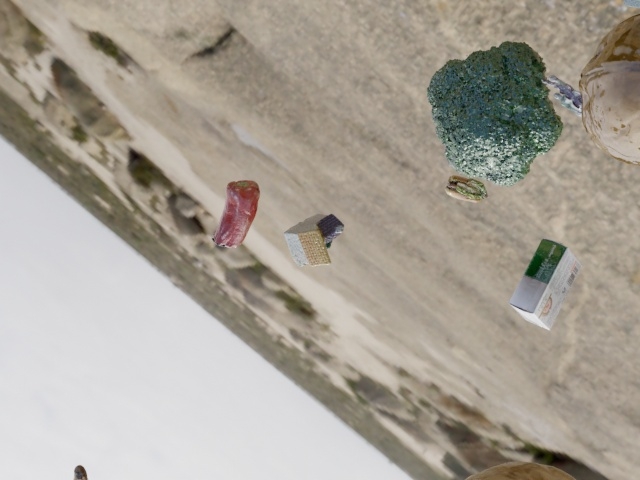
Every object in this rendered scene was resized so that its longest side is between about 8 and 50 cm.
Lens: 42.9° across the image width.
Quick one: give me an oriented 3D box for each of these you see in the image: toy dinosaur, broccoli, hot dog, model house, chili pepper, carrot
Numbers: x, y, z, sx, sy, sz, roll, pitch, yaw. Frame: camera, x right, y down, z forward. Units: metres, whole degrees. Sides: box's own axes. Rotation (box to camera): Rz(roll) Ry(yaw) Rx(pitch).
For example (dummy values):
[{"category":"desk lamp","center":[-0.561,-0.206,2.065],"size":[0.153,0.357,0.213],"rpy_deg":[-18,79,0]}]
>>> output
[{"category":"toy dinosaur","center":[0.497,-0.252,1.537],"size":[0.209,0.039,0.082],"rpy_deg":[24,-161,-25]},{"category":"broccoli","center":[0.377,-0.279,1.744],"size":[0.308,0.275,0.308],"rpy_deg":[23,126,36]},{"category":"hot dog","center":[0.352,-0.122,1.945],"size":[0.133,0.056,0.041],"rpy_deg":[14,-176,-33]},{"category":"model house","center":[0.000,0.000,1.684],"size":[0.100,0.100,0.088],"rpy_deg":[4,121,53]},{"category":"chili pepper","center":[-0.149,-0.051,1.466],"size":[0.070,0.123,0.073],"rpy_deg":[37,-152,32]},{"category":"carrot","center":[-0.368,0.405,1.270],"size":[0.035,0.035,0.165],"rpy_deg":[35,132,34]}]

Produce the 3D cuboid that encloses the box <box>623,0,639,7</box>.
[{"category":"box","center":[0.585,-0.498,1.448],"size":[0.130,0.162,0.227],"rpy_deg":[6,-162,-14]}]

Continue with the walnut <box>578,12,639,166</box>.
[{"category":"walnut","center":[0.360,-0.161,0.869],"size":[0.167,0.167,0.207],"rpy_deg":[39,-174,0]}]

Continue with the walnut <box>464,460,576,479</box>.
[{"category":"walnut","center":[0.291,0.476,1.191],"size":[0.252,0.277,0.313],"rpy_deg":[26,131,9]}]

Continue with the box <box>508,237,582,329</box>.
[{"category":"box","center":[0.576,0.112,2.081],"size":[0.081,0.199,0.135],"rpy_deg":[21,169,39]}]
